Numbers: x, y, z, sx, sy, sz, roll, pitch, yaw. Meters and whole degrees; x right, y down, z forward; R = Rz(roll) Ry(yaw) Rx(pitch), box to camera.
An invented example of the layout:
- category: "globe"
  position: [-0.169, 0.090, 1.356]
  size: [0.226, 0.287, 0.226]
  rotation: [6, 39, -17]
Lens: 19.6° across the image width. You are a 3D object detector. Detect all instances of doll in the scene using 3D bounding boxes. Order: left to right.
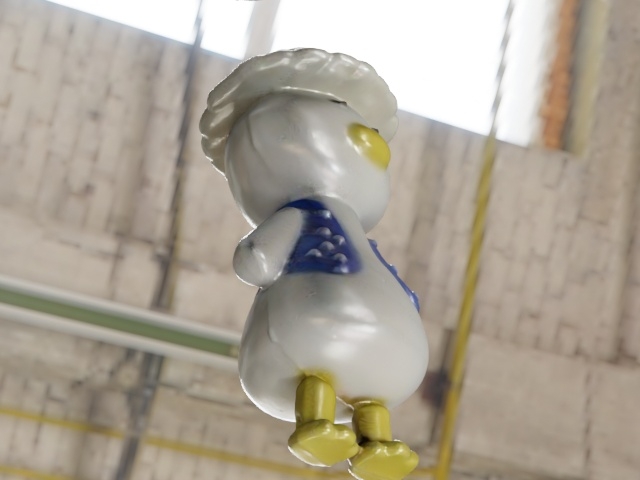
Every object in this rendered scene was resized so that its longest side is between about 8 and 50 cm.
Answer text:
- category: "doll"
  position: [0.000, 0.000, 1.023]
  size: [0.119, 0.138, 0.293]
  rotation: [-39, -139, 29]
